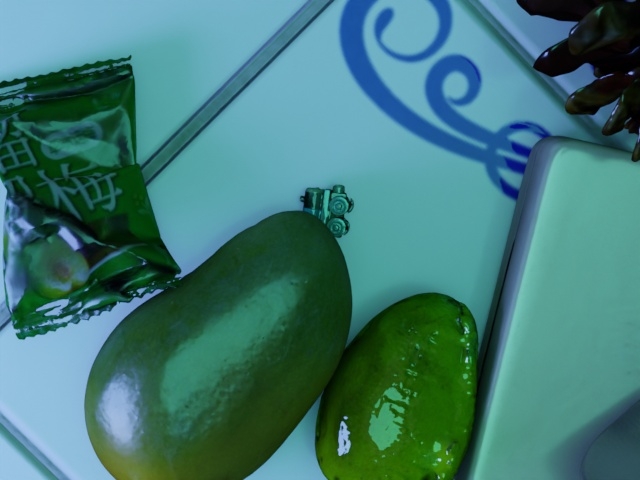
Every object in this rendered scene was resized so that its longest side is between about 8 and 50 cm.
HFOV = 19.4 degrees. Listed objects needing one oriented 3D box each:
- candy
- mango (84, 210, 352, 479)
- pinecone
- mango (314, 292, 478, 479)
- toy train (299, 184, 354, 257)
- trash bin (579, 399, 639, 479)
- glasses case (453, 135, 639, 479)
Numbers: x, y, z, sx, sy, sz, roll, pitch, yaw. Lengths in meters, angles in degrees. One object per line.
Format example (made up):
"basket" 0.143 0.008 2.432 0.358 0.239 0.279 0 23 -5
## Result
"candy" -0.195 -0.035 1.432 0.141 0.078 0.203 -12 78 -10
"mango" -0.072 0.090 1.433 0.156 0.114 0.251 45 86 -7
"pinecone" 0.264 -0.196 1.398 0.264 0.264 0.264 0 93 -6
"mango" 0.064 0.125 1.456 0.119 0.100 0.178 24 86 -3
"toy train" 0.000 0.000 1.479 0.045 0.029 0.092 8 94 2
"trash bin" 0.344 0.214 1.440 0.243 0.121 0.247 -37 114 -18
"glasses case" 0.201 0.092 1.480 0.144 0.076 0.336 14 92 -7
